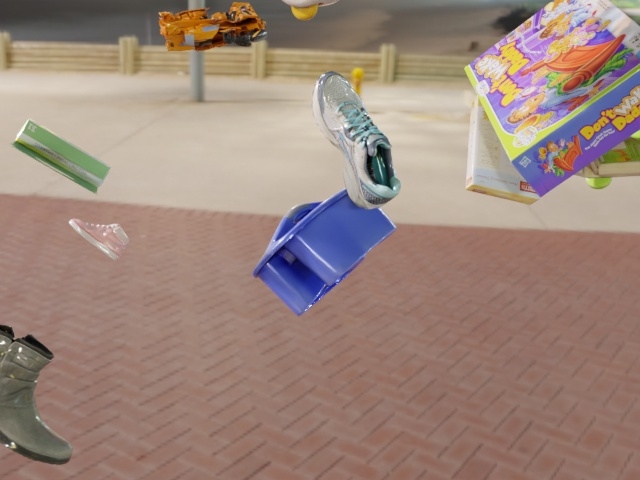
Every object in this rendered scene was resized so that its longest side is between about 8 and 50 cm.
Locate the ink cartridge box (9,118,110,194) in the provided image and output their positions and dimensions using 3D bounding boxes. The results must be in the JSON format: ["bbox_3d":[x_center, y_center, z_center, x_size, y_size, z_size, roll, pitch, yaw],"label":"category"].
[{"bbox_3d":[-0.468,-0.154,1.430,0.171,0.056,0.235,31,-3,-18],"label":"ink cartridge box"}]

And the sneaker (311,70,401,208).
[{"bbox_3d":[0.084,-0.201,1.519,0.110,0.283,0.122,-28,8,-23],"label":"sneaker"}]

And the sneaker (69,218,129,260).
[{"bbox_3d":[-0.488,-0.021,1.752,0.134,0.070,0.051,38,-11,-11],"label":"sneaker"}]

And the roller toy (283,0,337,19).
[{"bbox_3d":[-0.029,-0.673,1.940,0.191,0.209,0.146,52,38,8],"label":"roller toy"}]

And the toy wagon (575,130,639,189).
[{"bbox_3d":[0.650,-0.186,1.607,0.344,0.068,0.267,-2,-18,28],"label":"toy wagon"}]

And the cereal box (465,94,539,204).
[{"bbox_3d":[0.434,-0.215,1.852,0.173,0.240,0.047,12,-18,-12],"label":"cereal box"}]

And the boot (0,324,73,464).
[{"bbox_3d":[-0.493,0.253,1.316,0.246,0.161,0.083,33,-4,-3],"label":"boot"}]

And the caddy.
[{"bbox_3d":[0.000,0.000,1.629,0.179,0.241,0.341,48,35,4],"label":"caddy"}]

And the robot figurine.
[{"bbox_3d":[-0.292,-0.592,2.178,0.291,0.085,0.211,-12,38,-13],"label":"robot figurine"}]

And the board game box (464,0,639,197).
[{"bbox_3d":[0.358,-0.238,1.162,0.233,0.078,0.347,-37,27,19],"label":"board game box"}]
